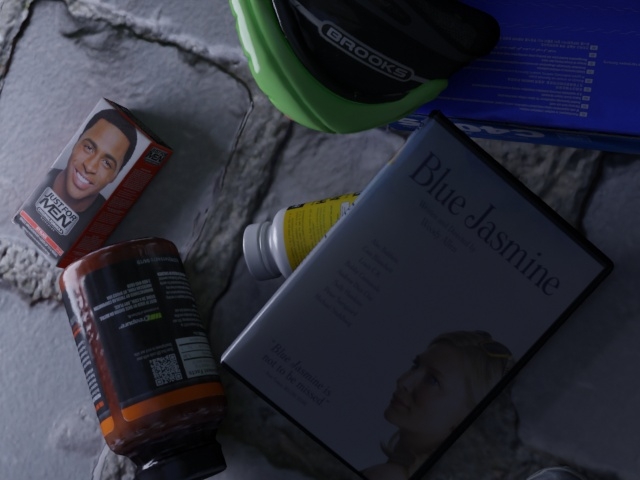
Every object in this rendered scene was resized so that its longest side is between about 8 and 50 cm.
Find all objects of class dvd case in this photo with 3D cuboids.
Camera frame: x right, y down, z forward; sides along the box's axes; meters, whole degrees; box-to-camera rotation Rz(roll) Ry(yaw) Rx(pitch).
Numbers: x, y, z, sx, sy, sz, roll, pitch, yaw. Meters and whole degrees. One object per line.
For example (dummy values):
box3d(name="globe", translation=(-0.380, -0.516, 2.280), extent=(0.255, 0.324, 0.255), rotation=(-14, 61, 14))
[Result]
box3d(name="dvd case", translation=(0.071, 0.054, 0.789), extent=(0.180, 0.022, 0.253), rotation=(40, 98, -6))

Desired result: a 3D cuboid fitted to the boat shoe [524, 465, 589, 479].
box3d(name="boat shoe", translation=(0.110, 0.253, 0.757), extent=(0.079, 0.081, 0.227), rotation=(43, 98, 20))

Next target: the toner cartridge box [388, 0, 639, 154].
box3d(name="toner cartridge box", translation=(0.220, -0.150, 0.770), extent=(0.347, 0.075, 0.165), rotation=(9, 88, 22))

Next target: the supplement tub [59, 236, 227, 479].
box3d(name="supplement tub", translation=(-0.140, 0.104, 0.858), extent=(0.106, 0.106, 0.198), rotation=(-23, 76, 16))

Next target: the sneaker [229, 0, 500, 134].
box3d(name="sneaker", translation=(0.009, -0.322, 0.725), extent=(0.202, 0.185, 0.483), rotation=(-14, 98, 20))

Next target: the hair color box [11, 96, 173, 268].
box3d(name="hair color box", translation=(-0.204, -0.049, 0.934), extent=(0.072, 0.043, 0.141), rotation=(41, 97, 21))

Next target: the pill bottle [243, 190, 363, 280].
box3d(name="pill bottle", translation=(0.000, 0.000, 0.839), extent=(0.116, 0.065, 0.065), rotation=(-11, 80, 18))
